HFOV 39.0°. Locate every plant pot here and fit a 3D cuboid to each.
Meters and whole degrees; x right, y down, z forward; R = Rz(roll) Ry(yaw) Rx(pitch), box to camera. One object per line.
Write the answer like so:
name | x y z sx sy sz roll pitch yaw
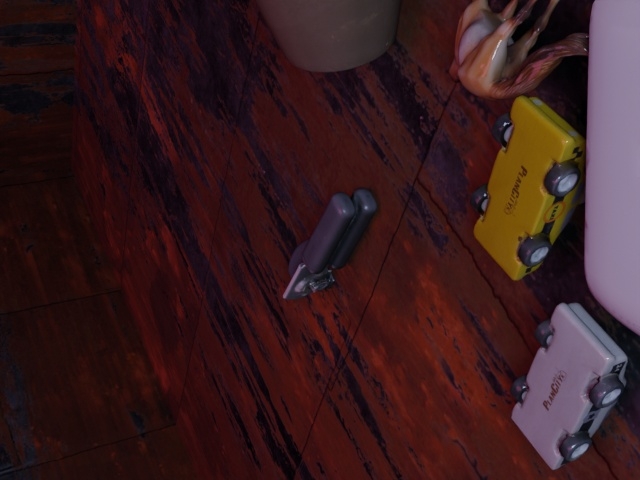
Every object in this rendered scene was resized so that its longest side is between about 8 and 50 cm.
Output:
plant pot | 0.003 -0.340 1.103 0.263 0.263 0.229 47 158 46

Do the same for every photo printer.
photo printer | 0.323 -0.043 0.708 0.256 0.107 0.308 25 123 58

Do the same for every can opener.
can opener | 0.000 0.000 1.401 0.095 0.075 0.283 63 149 26

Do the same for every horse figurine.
horse figurine | 0.182 -0.205 0.895 0.175 0.066 0.263 -61 17 26

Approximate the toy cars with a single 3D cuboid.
toy cars | 0.248 0.045 0.926 0.176 0.087 0.394 1 105 65
